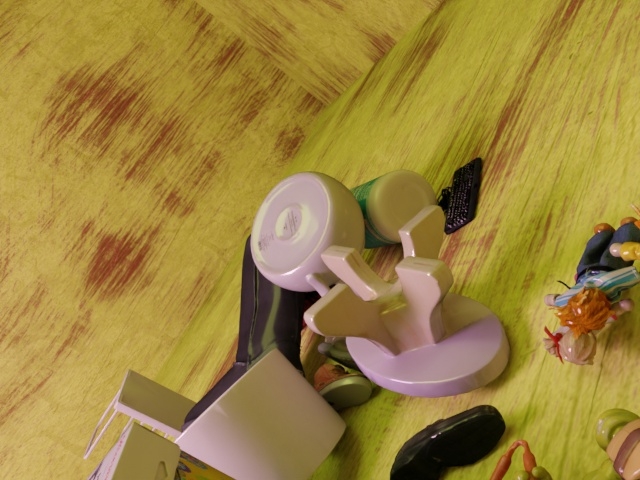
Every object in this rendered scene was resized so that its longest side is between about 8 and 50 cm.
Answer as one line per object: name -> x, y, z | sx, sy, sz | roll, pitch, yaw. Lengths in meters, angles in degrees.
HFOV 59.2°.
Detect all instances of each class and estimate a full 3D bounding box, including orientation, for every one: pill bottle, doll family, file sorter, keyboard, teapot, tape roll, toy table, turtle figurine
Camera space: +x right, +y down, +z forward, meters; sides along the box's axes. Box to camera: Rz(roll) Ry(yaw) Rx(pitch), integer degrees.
pill bottle -> 0.124, -0.058, 1.219 | 0.146, 0.146, 0.264 | -59, 16, -17
doll family -> 0.288, 0.021, 0.517 | 0.163, 0.118, 0.263 | -44, 3, -43
file sorter -> -0.402, 0.484, 1.386 | 0.173, 0.278, 0.193 | -58, 14, 3
keyboard -> 0.259, -0.089, 1.089 | 0.100, 0.038, 0.192 | -40, 19, 43
teapot -> 0.000, 0.000, 1.120 | 0.253, 0.187, 0.255 | 15, 81, 46
tape roll -> -0.103, 0.312, 0.888 | 0.246, 0.169, 0.246 | -43, -7, -7
toy table -> 0.111, 0.084, 0.771 | 0.274, 0.160, 0.252 | -4, 33, 49
turtle figurine -> 0.243, 0.175, 0.418 | 0.270, 0.087, 0.217 | -35, -6, 6

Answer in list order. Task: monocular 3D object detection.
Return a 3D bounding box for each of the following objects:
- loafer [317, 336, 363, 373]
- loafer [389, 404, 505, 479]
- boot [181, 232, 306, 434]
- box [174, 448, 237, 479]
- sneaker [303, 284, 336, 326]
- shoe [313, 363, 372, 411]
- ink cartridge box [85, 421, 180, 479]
loafer -> 0.065, 0.177, 0.975 | 0.087, 0.094, 0.251 | -62, 16, -12
loafer -> 0.146, 0.235, 0.668 | 0.170, 0.062, 0.061 | -43, 13, 31
boot -> -0.162, 0.195, 1.258 | 0.367, 0.146, 0.444 | -29, 51, 34
box -> -0.081, 0.387, 0.591 | 0.177, 0.279, 0.290 | -58, 15, -15
sneaker -> -0.027, 0.126, 1.367 | 0.276, 0.098, 0.135 | -41, 22, 46
shoe -> 0.032, 0.247, 0.979 | 0.178, 0.064, 0.081 | -44, 22, 46
ink cartridge box -> -0.218, 0.281, 0.578 | 0.150, 0.063, 0.109 | -51, 15, 11
